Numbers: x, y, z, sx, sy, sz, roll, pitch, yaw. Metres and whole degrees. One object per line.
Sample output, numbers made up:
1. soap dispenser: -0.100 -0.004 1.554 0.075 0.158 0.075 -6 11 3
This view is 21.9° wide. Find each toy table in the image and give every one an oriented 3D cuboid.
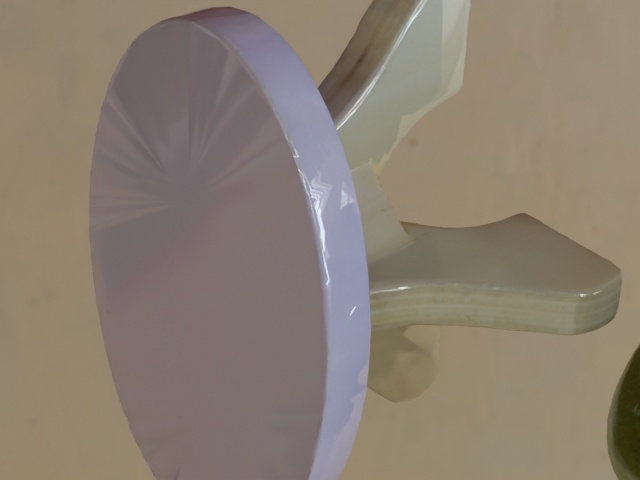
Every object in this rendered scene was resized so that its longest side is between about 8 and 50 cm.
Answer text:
1. toy table: 0.000 0.000 0.806 0.161 0.274 0.252 -25 -126 -35

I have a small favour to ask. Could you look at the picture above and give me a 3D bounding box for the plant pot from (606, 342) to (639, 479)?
1. plant pot: 0.319 0.174 0.796 0.366 0.353 0.366 -29 -158 13
